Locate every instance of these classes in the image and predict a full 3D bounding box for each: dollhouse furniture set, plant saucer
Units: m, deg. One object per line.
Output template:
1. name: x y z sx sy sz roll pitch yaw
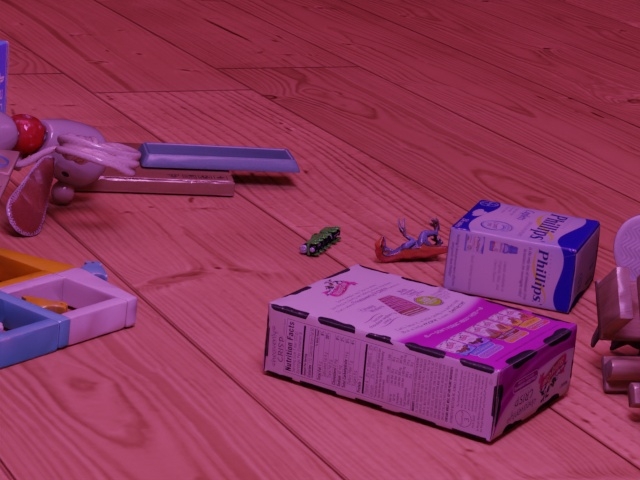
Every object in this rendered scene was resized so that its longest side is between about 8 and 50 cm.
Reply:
1. dollhouse furniture set: 0.331 0.084 1.666 0.123 0.144 0.151 2 -19 -12
2. plant saucer: -0.123 -0.101 2.268 0.192 0.018 0.067 3 17 -12

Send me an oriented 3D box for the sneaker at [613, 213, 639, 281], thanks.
1. sneaker: 0.443 0.025 1.979 0.292 0.108 0.169 15 16 0

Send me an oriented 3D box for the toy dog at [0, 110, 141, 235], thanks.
1. toy dog: -0.375 -0.068 2.008 0.334 0.161 0.220 13 9 -28

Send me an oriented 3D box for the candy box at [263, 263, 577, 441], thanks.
1. candy box: 0.088 0.096 1.674 0.233 0.071 0.159 16 20 29

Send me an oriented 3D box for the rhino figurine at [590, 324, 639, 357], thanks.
1. rhino figurine: 0.353 0.048 1.816 0.243 0.106 0.073 -29 37 -26

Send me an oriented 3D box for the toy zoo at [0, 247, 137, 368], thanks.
1. toy zoo: -0.307 0.061 1.735 0.192 0.030 0.293 17 21 33

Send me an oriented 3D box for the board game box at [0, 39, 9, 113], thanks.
1. board game box: -0.545 -0.166 2.210 0.232 0.141 0.291 13 19 24

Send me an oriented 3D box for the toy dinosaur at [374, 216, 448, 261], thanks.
1. toy dinosaur: 0.100 0.005 2.031 0.090 0.047 0.082 29 45 30

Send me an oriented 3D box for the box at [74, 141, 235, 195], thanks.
1. box: -0.213 -0.088 2.265 0.201 0.021 0.164 1 17 -12

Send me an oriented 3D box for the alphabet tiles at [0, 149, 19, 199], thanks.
1. alphabet tiles: -0.408 -0.022 1.762 0.198 0.009 0.237 6 39 5

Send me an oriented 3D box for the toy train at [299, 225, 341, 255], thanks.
1. toy train: 0.000 0.000 2.052 0.024 0.017 0.083 1 15 22

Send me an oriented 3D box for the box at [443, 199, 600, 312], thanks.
1. box: 0.213 0.015 1.976 0.137 0.072 0.126 11 19 17
